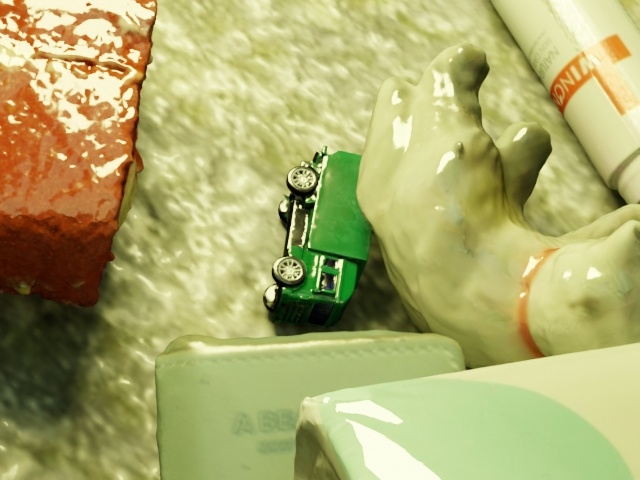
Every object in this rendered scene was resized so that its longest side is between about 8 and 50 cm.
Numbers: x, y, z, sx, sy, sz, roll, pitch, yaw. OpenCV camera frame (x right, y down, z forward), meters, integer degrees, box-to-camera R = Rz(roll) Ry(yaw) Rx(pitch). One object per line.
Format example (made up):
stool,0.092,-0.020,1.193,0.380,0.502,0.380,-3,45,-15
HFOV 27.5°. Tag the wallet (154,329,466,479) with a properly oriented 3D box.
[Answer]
wallet,0.015,0.239,0.936,0.252,0.083,0.360,-2,74,-10

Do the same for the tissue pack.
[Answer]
tissue pack,0.180,0.204,0.786,0.356,0.194,0.266,-7,41,-20

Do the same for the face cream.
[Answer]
face cream,0.256,-0.142,1.170,0.102,0.102,0.345,-20,66,-16

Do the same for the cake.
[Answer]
cake,-0.212,-0.082,1.042,0.151,0.177,0.283,6,68,-4

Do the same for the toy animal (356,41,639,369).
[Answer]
toy animal,0.162,-0.011,1.007,0.266,0.188,0.308,-5,90,3

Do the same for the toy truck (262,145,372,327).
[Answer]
toy truck,0.000,0.000,1.085,0.079,0.065,0.147,13,61,-4
